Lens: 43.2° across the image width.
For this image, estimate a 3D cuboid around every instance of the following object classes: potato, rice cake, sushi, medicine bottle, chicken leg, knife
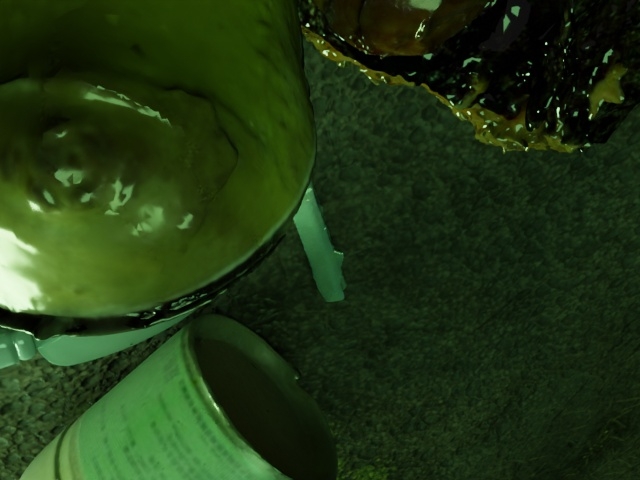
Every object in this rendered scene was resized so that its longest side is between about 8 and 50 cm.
[{"bbox_3d":[-0.164,-0.191,0.424,0.290,0.397,0.296,-5,137,7],"label":"potato"},{"bbox_3d":[0.000,0.000,0.884,0.042,0.030,0.180,-13,133,6],"label":"rice cake"},{"bbox_3d":[0.147,-0.181,0.666,0.348,0.234,0.207,13,122,-24],"label":"sushi"},{"bbox_3d":[-0.203,0.293,0.909,0.406,0.236,0.236,-41,131,13],"label":"medicine bottle"},{"bbox_3d":[0.122,-0.226,0.488,0.304,0.093,0.113,-38,93,-3],"label":"chicken leg"},{"bbox_3d":[-0.280,0.107,0.864,0.331,0.044,0.080,-9,129,-19],"label":"knife"}]
